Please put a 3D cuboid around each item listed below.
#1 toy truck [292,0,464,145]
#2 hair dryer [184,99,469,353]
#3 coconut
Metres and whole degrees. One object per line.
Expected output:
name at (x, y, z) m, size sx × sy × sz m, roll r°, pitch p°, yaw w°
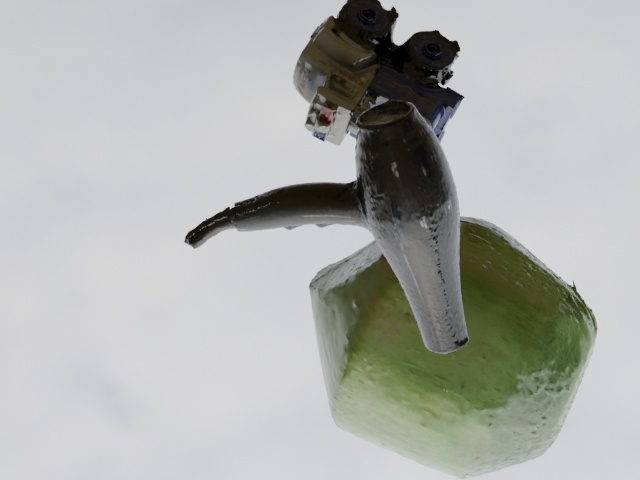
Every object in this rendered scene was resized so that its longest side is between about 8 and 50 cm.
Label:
toy truck at (0.064, -0.182, 1.329) m, size 0.213 × 0.161 × 0.177 m, roll 28°, pitch -127°, yaw 5°
hair dryer at (0.000, 0.000, 0.784) m, size 0.219 × 0.196 × 0.075 m, roll -5°, pitch -151°, yaw 21°
coconut at (0.133, 0.109, 1.173) m, size 0.328 × 0.328 × 0.281 m, roll 26°, pitch -85°, yaw 37°
